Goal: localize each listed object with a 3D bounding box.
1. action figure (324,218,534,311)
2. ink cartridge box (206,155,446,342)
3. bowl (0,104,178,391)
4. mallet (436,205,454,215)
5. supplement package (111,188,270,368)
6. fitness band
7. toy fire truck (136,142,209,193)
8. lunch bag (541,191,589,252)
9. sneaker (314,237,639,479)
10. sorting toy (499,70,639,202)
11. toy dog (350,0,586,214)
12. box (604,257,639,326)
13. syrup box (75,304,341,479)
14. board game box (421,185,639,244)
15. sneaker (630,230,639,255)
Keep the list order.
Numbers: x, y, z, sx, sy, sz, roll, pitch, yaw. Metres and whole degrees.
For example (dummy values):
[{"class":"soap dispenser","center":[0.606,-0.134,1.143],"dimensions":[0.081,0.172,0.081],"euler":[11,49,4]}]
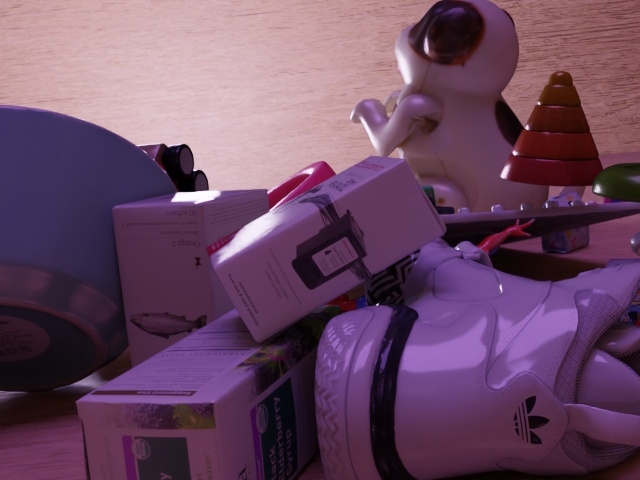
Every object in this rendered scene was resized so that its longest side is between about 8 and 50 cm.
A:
[{"class":"action figure","center":[0.135,0.039,1.034],"dimensions":[0.139,0.091,0.280],"euler":[-24,18,-39]},{"class":"ink cartridge box","center":[0.000,0.000,0.658],"dimensions":[0.150,0.063,0.109],"euler":[-30,11,-5]},{"class":"bowl","center":[-0.288,0.035,0.876],"dimensions":[0.311,0.163,0.311],"euler":[-4,-34,-2]},{"class":"mallet","center":[0.127,-0.049,1.345],"dimensions":[0.189,0.039,0.062],"euler":[1,-9,-28]},{"class":"supplement package","center":[-0.108,0.048,0.836],"dimensions":[0.105,0.179,0.105],"euler":[-2,9,29]},{"class":"fitness band","center":[-0.090,-0.007,1.212],"dimensions":[0.291,0.054,0.209],"euler":[-44,10,-34]},{"class":"toy fire truck","center":[-0.245,-0.008,1.476],"dimensions":[0.158,0.217,0.246],"euler":[-3,50,20]},{"class":"lunch bag","center":[0.366,-0.028,1.371],"dimensions":[0.071,0.083,0.053],"euler":[-13,10,-43]},{"class":"sneaker","center":[0.129,0.073,0.677],"dimensions":[0.210,0.137,0.366],"euler":[-4,13,13]},{"class":"sorting toy","center":[0.330,-0.107,0.940],"dimensions":[0.127,0.126,0.365],"euler":[-5,13,-29]},{"class":"toy dog","center":[0.238,-0.207,1.575],"dimensions":[0.395,0.408,0.284],"euler":[1,11,43]},{"class":"box","center":[0.356,0.058,0.909],"dimensions":[0.159,0.044,0.233],"euler":[-1,9,25]},{"class":"syrup box","center":[-0.060,0.116,0.630],"dimensions":[0.096,0.093,0.237],"euler":[-3,8,18]},{"class":"board game box","center":[0.174,-0.025,1.226],"dimensions":[0.390,0.050,0.390],"euler":[-4,-6,-23]},{"class":"sneaker","center":[0.354,0.015,0.820],"dimensions":[0.152,0.061,0.054],"euler":[1,14,-1]}]
